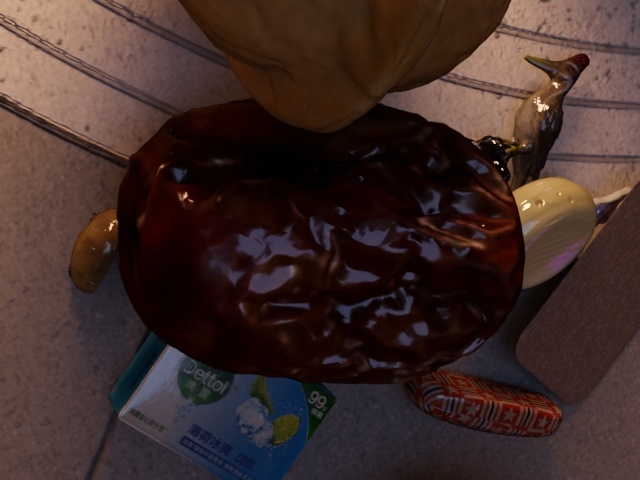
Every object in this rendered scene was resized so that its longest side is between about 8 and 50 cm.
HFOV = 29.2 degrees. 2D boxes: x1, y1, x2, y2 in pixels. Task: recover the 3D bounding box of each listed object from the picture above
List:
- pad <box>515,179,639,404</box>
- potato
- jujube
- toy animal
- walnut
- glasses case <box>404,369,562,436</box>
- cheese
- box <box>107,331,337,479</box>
[{"bbox_3d":[0.339,0.061,1.434,0.266,0.002,0.176,-52,132,-3],"label":"pad"},{"bbox_3d":[-0.224,0.011,1.230,0.037,0.036,0.093,24,94,-26],"label":"potato"},{"bbox_3d":[0.001,-0.001,1.180,0.377,0.276,0.276,6,100,-22],"label":"jujube"},{"bbox_3d":[0.234,-0.126,1.362,0.105,0.070,0.202,35,86,-36],"label":"toy animal"},{"bbox_3d":[0.015,-0.305,1.074,0.384,0.383,0.383,-4,103,-19],"label":"walnut"},{"bbox_3d":[0.187,0.191,1.401,0.195,0.073,0.049,14,105,-22],"label":"glasses case"},{"bbox_3d":[0.270,-0.018,1.376,0.227,0.064,0.137,-17,141,-32],"label":"cheese"},{"bbox_3d":[-0.102,0.165,1.289,0.194,0.073,0.139,35,89,-23],"label":"box"}]
